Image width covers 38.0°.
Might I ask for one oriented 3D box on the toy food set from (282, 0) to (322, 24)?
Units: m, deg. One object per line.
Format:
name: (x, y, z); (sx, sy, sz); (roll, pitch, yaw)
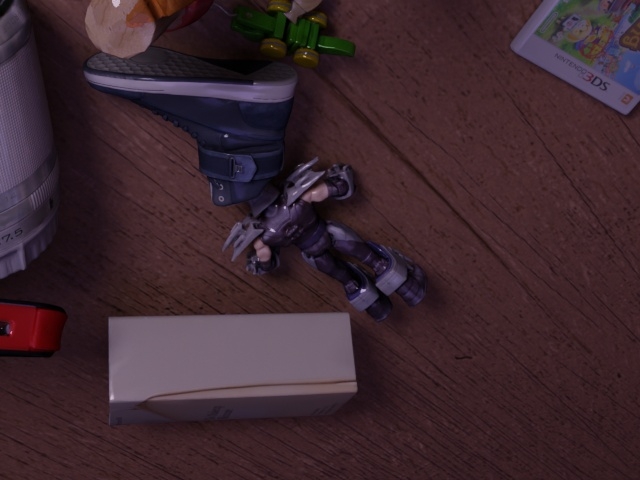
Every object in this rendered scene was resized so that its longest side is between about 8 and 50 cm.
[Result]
toy food set: (-0.008, -0.291, 0.954); (0.122, 0.019, 0.078); (-42, 122, 2)

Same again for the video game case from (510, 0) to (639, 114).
video game case: (0.355, -0.265, 1.069); (0.193, 0.023, 0.212); (21, 121, -27)

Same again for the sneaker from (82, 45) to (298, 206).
sneaker: (-0.145, -0.120, 1.012); (0.226, 0.086, 0.163); (8, 125, -2)

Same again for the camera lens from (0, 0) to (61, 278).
camera lens: (-0.373, -0.116, 0.892); (0.219, 0.219, 0.274); (-6, 130, -9)

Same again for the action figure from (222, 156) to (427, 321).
action figure: (0.000, 0.000, 1.160); (0.185, 0.099, 0.285); (-37, 123, 26)

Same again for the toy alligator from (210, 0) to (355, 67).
toy alligator: (-0.056, -0.224, 0.993); (0.189, 0.056, 0.051); (13, 168, -16)

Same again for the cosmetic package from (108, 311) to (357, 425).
cosmetic package: (-0.121, 0.168, 1.218); (0.309, 0.113, 0.160); (-2, 159, -12)

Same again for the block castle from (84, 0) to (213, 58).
block castle: (-0.149, -0.392, 0.689); (0.303, 0.213, 0.453); (-26, 113, 20)

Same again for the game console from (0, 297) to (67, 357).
game console: (-0.499, 0.083, 0.957); (0.342, 0.060, 0.386); (-5, 168, 42)
